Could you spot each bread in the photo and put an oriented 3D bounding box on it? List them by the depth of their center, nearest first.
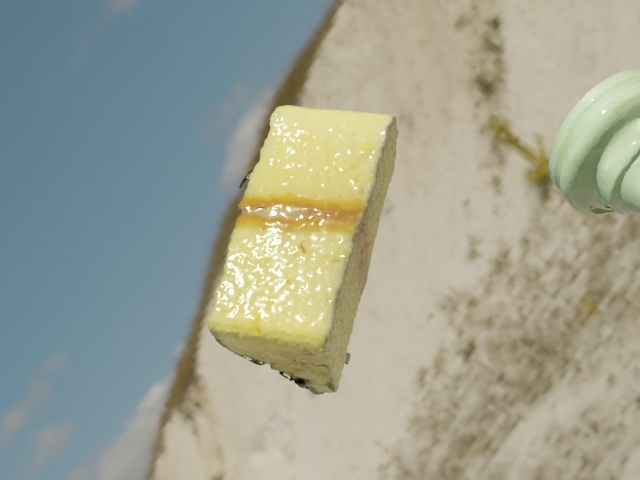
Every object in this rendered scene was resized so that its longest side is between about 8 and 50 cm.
[{"bbox_3d":[0.000,0.000,1.532,0.142,0.178,0.266,-29,43,58],"label":"bread"}]

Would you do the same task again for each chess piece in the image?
[{"bbox_3d":[0.147,-0.016,0.632,0.067,0.103,0.067,-24,-40,-21],"label":"chess piece"}]
